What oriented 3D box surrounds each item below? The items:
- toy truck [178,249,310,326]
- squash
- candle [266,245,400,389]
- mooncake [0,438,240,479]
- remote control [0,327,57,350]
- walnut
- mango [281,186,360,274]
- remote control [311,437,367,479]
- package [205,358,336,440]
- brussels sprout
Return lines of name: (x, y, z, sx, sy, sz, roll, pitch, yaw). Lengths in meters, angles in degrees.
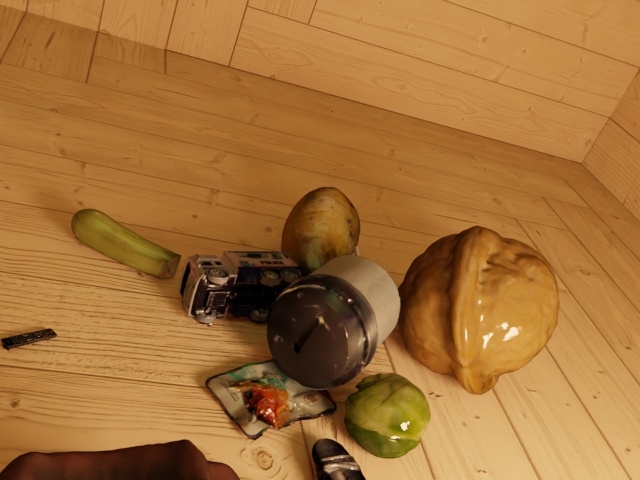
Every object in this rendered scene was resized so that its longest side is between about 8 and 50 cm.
toy truck: (-0.174, 0.091, 1.501, 0.268, 0.124, 0.155, 2, 28, -35)
squash: (-0.426, 0.007, 1.508, 0.250, 0.083, 0.083, 26, 30, 2)
candle: (0.043, 0.153, 1.438, 0.221, 0.221, 0.343, 32, 23, 15)
mooncake: (-0.255, 0.360, 0.823, 0.326, 0.333, 0.174, -26, 39, -1)
remote control: (-0.515, 0.175, 1.232, 0.034, 0.016, 0.091, 26, 25, 39)
walnut: (0.345, 0.150, 1.574, 0.384, 0.383, 0.383, 17, 30, -10)
mango: (-0.007, -0.001, 1.740, 0.177, 0.175, 0.329, 2, 43, 27)
remote control: (0.054, 0.443, 1.154, 0.090, 0.066, 0.266, 17, 23, -37)
package: (-0.090, 0.289, 1.319, 0.232, 0.040, 0.166, -6, 40, -43)
brussels sprout: (0.133, 0.332, 1.317, 0.146, 0.131, 0.183, 18, 22, 39)
